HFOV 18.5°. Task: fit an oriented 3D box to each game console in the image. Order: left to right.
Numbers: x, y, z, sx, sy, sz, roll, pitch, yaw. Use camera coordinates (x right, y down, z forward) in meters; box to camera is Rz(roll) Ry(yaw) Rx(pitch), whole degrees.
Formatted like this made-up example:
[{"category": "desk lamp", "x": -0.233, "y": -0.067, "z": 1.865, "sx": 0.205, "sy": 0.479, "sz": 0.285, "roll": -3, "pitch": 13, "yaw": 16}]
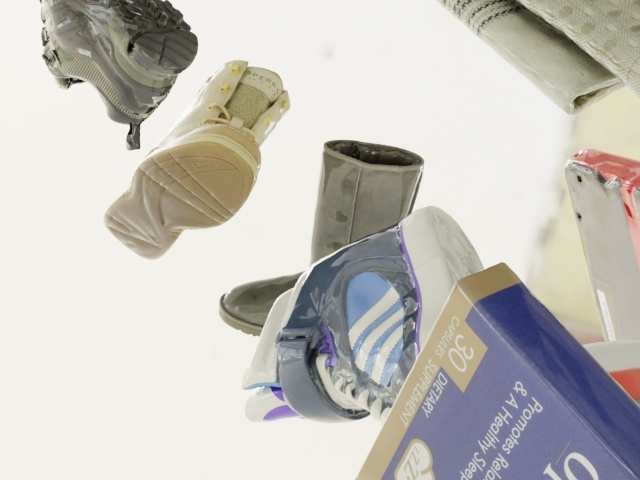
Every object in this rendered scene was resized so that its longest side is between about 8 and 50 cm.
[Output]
[{"category": "game console", "x": 0.353, "y": 0.115, "z": 1.829, "sx": 0.060, "sy": 0.386, "sz": 0.342, "roll": -19, "pitch": -164, "yaw": -12}]

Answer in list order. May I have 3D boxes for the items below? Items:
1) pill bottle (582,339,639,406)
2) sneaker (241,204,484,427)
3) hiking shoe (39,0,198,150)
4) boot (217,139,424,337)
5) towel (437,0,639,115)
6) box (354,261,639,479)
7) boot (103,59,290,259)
[{"category": "pill bottle", "x": 0.174, "y": 0.256, "z": 1.090, "sx": 0.210, "sy": 0.363, "sz": 0.210, "roll": -16, "pitch": 156, "yaw": -7}, {"category": "sneaker", "x": 0.043, "y": 0.135, "z": 1.696, "sx": 0.130, "sy": 0.236, "sz": 0.322, "roll": 40, "pitch": -153, "yaw": -37}, {"category": "hiking shoe", "x": -0.187, "y": -0.172, "z": 1.479, "sx": 0.086, "sy": 0.114, "sz": 0.227, "roll": -5, "pitch": -132, "yaw": -43}, {"category": "boot", "x": -0.001, "y": -0.001, "z": 1.969, "sx": 0.190, "sy": 0.208, "sz": 0.076, "roll": 0, "pitch": -142, "yaw": -10}, {"category": "towel", "x": 0.185, "y": -0.187, "z": 1.102, "sx": 0.312, "sy": 0.056, "sz": 0.324, "roll": -22, "pitch": -135, "yaw": -29}, {"category": "box", "x": 0.113, "y": 0.133, "z": 0.813, "sx": 0.036, "sy": 0.136, "sz": 0.225, "roll": -21, "pitch": -123, "yaw": -40}, {"category": "boot", "x": -0.093, "y": -0.099, "z": 1.887, "sx": 0.095, "sy": 0.203, "sz": 0.262, "roll": 41, "pitch": 150, "yaw": -8}]
